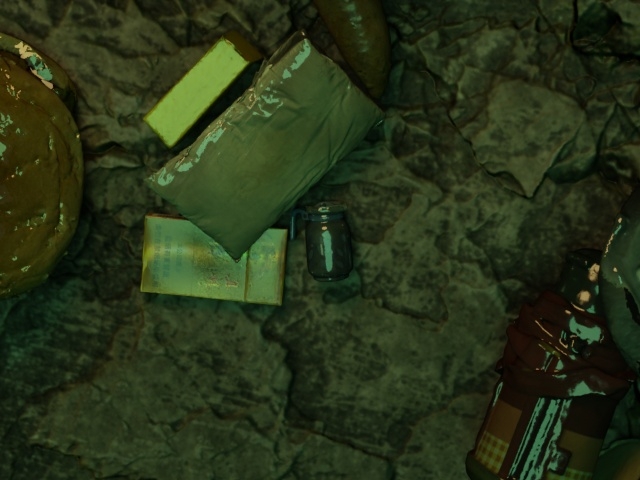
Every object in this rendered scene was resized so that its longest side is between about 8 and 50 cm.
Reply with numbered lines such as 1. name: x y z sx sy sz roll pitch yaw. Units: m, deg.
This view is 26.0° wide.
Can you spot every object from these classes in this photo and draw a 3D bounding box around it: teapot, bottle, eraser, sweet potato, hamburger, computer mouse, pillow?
1. teapot: 0.004 -0.001 1.470 0.049 0.063 0.083 -11 100 -34
2. bottle: 0.258 0.143 1.422 0.156 0.143 0.271 19 94 -27
3. eraser: -0.119 -0.156 1.419 0.045 0.097 0.122 45 101 -4
4. sweet potato: 0.032 -0.318 1.384 0.108 0.079 0.346 2 103 -26
5. hamburger: -0.383 -0.073 1.443 0.265 0.134 0.285 -1 104 8
6. computer mouse: 0.406 0.086 1.382 0.374 0.114 0.203 37 73 -16
7. pillow: -0.054 -0.094 1.413 0.229 0.050 0.148 -42 121 12

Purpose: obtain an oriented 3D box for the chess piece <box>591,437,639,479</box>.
1. chess piece: 0.377 0.338 1.468 0.133 0.133 0.243 -43 100 12

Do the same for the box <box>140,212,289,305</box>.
1. box: -0.114 0.020 1.493 0.156 0.022 0.089 7 103 4
